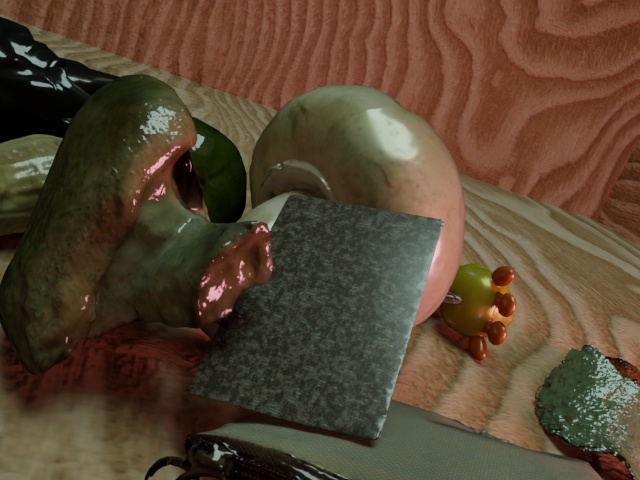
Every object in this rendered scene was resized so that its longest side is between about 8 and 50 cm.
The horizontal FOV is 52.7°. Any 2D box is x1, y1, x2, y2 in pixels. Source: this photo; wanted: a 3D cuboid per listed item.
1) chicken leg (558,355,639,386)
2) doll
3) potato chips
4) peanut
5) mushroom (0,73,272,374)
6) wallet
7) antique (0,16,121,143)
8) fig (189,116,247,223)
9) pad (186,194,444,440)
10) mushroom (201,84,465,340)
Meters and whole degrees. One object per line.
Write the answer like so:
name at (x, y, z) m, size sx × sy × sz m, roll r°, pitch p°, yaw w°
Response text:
chicken leg at (0.427, 0.210, 0.969) m, size 0.234 × 0.063 × 0.105 m, roll 5°, pitch 28°, yaw -48°
doll at (0.217, 0.083, 0.988) m, size 0.135 × 0.143 × 0.221 m, roll 14°, pitch 11°, yaw -28°
potato chips at (0.367, 0.231, 0.802) m, size 0.167 × 0.059 × 0.228 m, roll -20°, pitch 39°, yaw -30°
peanut at (-0.359, -0.057, 0.725) m, size 0.136 × 0.120 × 0.298 m, roll -13°, pitch 6°, yaw 22°
mushroom at (-0.197, -0.017, 0.573) m, size 0.217 × 0.212 × 0.292 m, roll -25°, pitch 35°, yaw -19°
wallet at (0.073, 0.183, 0.496) m, size 0.335 × 0.068 × 0.275 m, roll 9°, pitch 3°, yaw 17°
antique at (-0.424, -0.212, 0.995) m, size 0.255 × 0.185 × 0.322 m, roll 20°, pitch -2°, yaw -34°
fig at (-0.199, -0.061, 0.876) m, size 0.195 × 0.195 × 0.245 m, roll 17°, pitch -17°, yaw -14°
pad at (0.006, 0.050, 0.554) m, size 0.158 × 0.003 × 0.235 m, roll 11°, pitch 49°, yaw 16°
mushroom at (0.033, -0.002, 0.775) m, size 0.315 × 0.315 × 0.356 m, roll 16°, pitch 54°, yaw -17°
